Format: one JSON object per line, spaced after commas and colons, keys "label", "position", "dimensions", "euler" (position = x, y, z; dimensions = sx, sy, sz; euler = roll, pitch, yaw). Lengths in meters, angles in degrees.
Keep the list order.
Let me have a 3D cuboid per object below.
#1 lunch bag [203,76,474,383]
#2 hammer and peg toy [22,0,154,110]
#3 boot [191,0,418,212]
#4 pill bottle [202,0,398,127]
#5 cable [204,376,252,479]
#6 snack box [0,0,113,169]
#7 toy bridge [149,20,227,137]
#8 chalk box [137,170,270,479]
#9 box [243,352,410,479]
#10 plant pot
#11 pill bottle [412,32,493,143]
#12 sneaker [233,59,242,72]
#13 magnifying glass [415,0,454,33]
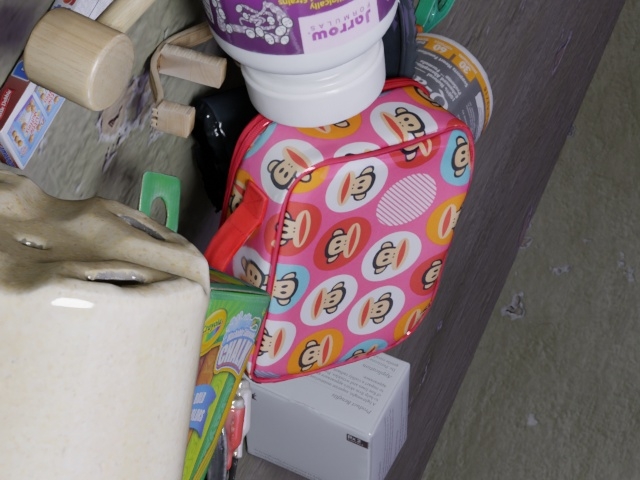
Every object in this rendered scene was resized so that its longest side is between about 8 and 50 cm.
{"label": "lunch bag", "position": [0.000, 0.000, 1.654], "dimensions": [0.258, 0.120, 0.293], "euler": [-16, 138, -33]}
{"label": "hammer and peg toy", "position": [-0.153, -0.288, 1.165], "dimensions": [0.266, 0.127, 0.361], "euler": [-54, 158, -46]}
{"label": "boot", "position": [-0.020, -0.146, 1.668], "dimensions": [0.207, 0.094, 0.246], "euler": [-18, 135, -22]}
{"label": "pill bottle", "position": [-0.024, -0.246, 1.466], "dimensions": [0.169, 0.169, 0.301], "euler": [-56, 148, -37]}
{"label": "cable", "position": [-0.102, 0.278, 1.988], "dimensions": [0.139, 0.072, 0.287], "euler": [-123, -153, -79]}
{"label": "snack box", "position": [-0.203, -0.144, 1.364], "dimensions": [0.178, 0.022, 0.064], "euler": [-63, 163, -20]}
{"label": "toy bridge", "position": [-0.115, -0.156, 1.554], "dimensions": [0.188, 0.063, 0.026], "euler": [-65, 167, -50]}
{"label": "chalk box", "position": [-0.166, 0.085, 1.492], "dimensions": [0.289, 0.179, 0.180], "euler": [-69, 164, 4]}
{"label": "box", "position": [0.007, 0.210, 2.191], "dimensions": [0.119, 0.181, 0.182], "euler": [-57, 161, -32]}
{"label": "plant pot", "position": [-0.209, 0.129, 1.095], "dimensions": [0.334, 0.334, 0.305], "euler": [-23, 132, -68]}
{"label": "pill bottle", "position": [0.083, -0.120, 2.054], "dimensions": [0.278, 0.162, 0.162], "euler": [-49, 155, -50]}
{"label": "sneaker", "position": [-0.031, -0.237, 1.731], "dimensions": [0.175, 0.064, 0.067], "euler": [-55, 158, -4]}
{"label": "magnifying glass", "position": [0.134, -0.285, 2.253], "dimensions": [0.231, 0.026, 0.092], "euler": [-58, 161, -30]}
